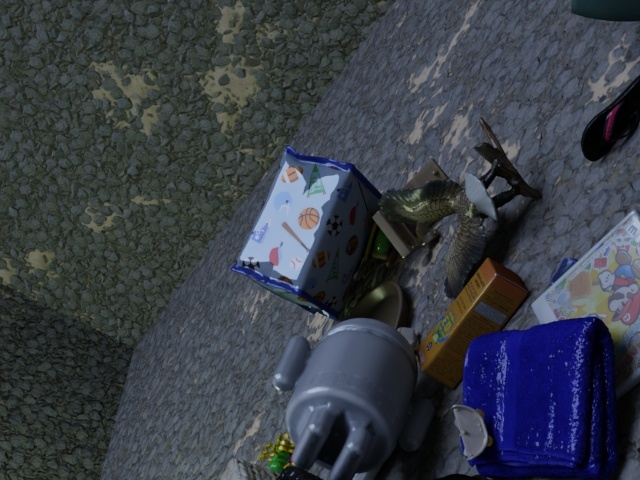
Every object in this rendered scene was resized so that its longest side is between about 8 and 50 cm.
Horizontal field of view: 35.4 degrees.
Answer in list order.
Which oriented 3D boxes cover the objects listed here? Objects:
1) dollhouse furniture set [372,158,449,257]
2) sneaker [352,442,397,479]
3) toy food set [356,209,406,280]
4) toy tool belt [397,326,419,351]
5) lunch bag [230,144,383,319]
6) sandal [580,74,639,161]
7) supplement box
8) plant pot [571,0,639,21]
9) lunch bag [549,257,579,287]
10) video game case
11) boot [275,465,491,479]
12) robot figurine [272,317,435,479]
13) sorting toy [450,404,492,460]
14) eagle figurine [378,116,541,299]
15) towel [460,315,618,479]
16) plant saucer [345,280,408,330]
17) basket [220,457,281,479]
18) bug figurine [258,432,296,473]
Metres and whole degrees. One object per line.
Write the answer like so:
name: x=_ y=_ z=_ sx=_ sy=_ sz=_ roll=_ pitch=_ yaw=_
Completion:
dollhouse furniture set: x=0.215 y=-0.071 z=2.187 sx=0.151 sy=0.144 sz=0.123 roll=-25 pitch=-15 yaw=-49
sneaker: x=0.049 y=0.402 z=1.997 sx=0.118 sy=0.110 sz=0.292 roll=-70 pitch=18 yaw=0
toy food set: x=0.158 y=-0.002 z=2.331 sx=0.128 sy=0.071 sz=0.217 roll=-54 pitch=-16 yaw=-45
toy tool belt: x=0.173 y=0.219 z=2.031 sx=0.083 sy=0.052 sz=0.051 roll=-79 pitch=-7 yaw=-51
lunch bag: x=0.000 y=0.000 z=2.356 sx=0.239 sy=0.385 sz=0.327 roll=22 pitch=85 yaw=29
sandal: x=0.514 y=-0.208 z=1.715 sx=0.179 sy=0.067 sz=0.040 roll=-51 pitch=31 yaw=20
supplement box: x=0.270 y=0.150 z=1.809 sx=0.233 sy=0.080 sz=0.078 roll=-57 pitch=16 yaw=18
plant pot: x=0.575 y=-0.494 z=1.698 sx=0.290 sy=0.195 sz=0.290 roll=-56 pitch=-20 yaw=-31
lunch bag: x=0.410 y=0.076 z=1.538 sx=0.067 sy=0.065 sz=0.098 roll=-62 pitch=38 yaw=18
video game case: x=0.421 y=0.103 z=1.434 sx=0.227 sy=0.026 sz=0.206 roll=-49 pitch=43 yaw=31
boot: x=0.086 y=0.425 z=1.587 sx=0.348 sy=0.260 sz=0.131 roll=-43 pitch=24 yaw=44
robot figurine: x=0.062 y=0.276 z=1.808 sx=0.199 sy=0.300 sz=0.353 roll=-62 pitch=0 yaw=36
sorting toy: x=0.223 y=0.293 z=1.519 sx=0.075 sy=0.045 sz=0.083 roll=113 pitch=144 yaw=-66
eagle figurine: x=0.271 y=-0.046 z=1.946 sx=0.298 sy=0.225 sz=0.226 roll=-40 pitch=36 yaw=25
towel: x=0.307 y=0.235 z=1.470 sx=0.308 sy=0.076 sz=0.227 roll=156 pitch=117 yaw=-63
plant saucer: x=0.109 y=0.218 z=2.203 sx=0.278 sy=0.041 sz=0.278 roll=-51 pitch=20 yaw=26
basket: x=-0.102 y=0.618 z=1.810 sx=0.328 sy=0.266 sz=0.331 roll=-59 pitch=16 yaw=8
bug figurine: x=-0.091 y=0.524 z=2.230 sx=0.279 sy=0.072 sz=0.216 roll=-43 pitch=19 yaw=55
